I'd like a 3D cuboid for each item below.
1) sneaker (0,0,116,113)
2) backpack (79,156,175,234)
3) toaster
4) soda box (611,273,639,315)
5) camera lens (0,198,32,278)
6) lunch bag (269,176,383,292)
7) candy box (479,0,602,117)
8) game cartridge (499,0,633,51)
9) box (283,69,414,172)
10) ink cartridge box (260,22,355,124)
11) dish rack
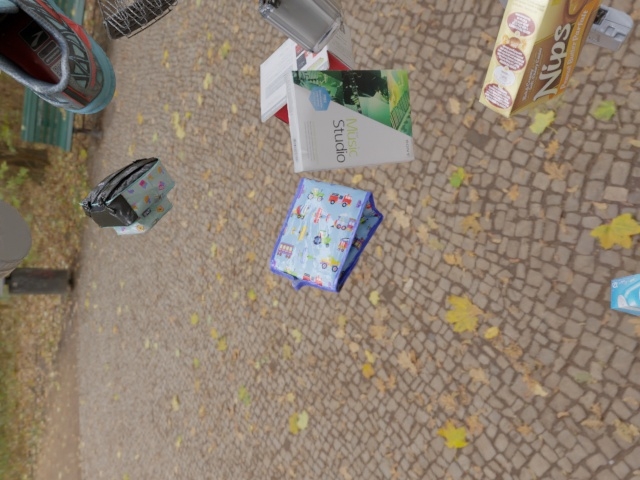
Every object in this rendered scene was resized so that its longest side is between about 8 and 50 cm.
[{"bbox_3d":[-0.335,-0.247,0.502,0.104,0.262,0.125,-47,12,7],"label":"sneaker"},{"bbox_3d":[-0.435,-0.106,1.140,0.166,0.144,0.188,-5,45,39],"label":"backpack"},{"bbox_3d":[-0.039,-0.485,0.997,0.129,0.147,0.227,-46,31,25],"label":"toaster"},{"bbox_3d":[0.681,0.099,0.951,0.210,0.071,0.067,129,154,-70],"label":"soda box"},{"bbox_3d":[-0.903,0.031,1.203,0.274,0.219,0.219,-29,62,14],"label":"camera lens"},{"bbox_3d":[0.000,0.000,1.293,0.221,0.138,0.293,16,69,31],"label":"lunch bag"},{"bbox_3d":[0.429,-0.409,0.911,0.087,0.183,0.316,48,150,34],"label":"candy box"},{"bbox_3d":[0.559,-0.524,1.114,0.297,0.198,0.062,32,118,18],"label":"game cartridge"},{"bbox_3d":[0.079,-0.296,1.188,0.058,0.322,0.232,9,107,64],"label":"box"},{"bbox_3d":[-0.048,-0.523,1.535,0.310,0.130,0.271,-28,53,38],"label":"ink cartridge box"},{"bbox_3d":[-0.316,-0.467,0.882,0.074,0.208,0.271,48,161,-1],"label":"dish rack"}]
